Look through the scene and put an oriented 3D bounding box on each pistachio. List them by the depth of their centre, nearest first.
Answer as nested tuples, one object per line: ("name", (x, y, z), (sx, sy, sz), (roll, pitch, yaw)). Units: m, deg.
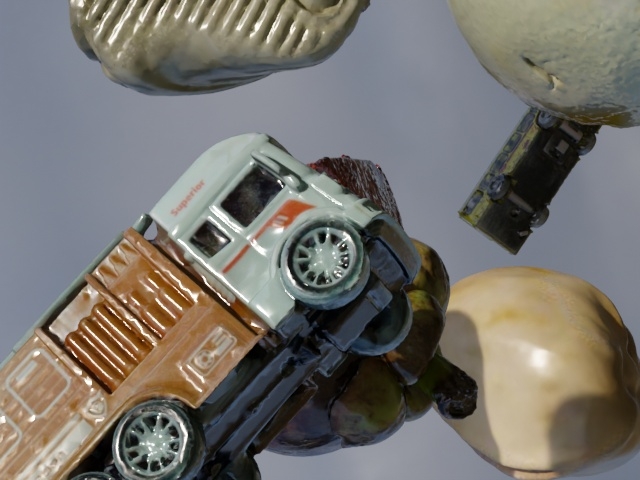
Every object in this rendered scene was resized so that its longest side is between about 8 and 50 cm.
("pistachio", (0.237, 0.151, 2.047), (0.230, 0.309, 0.230), (-12, -70, -37))

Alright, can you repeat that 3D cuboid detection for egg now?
("egg", (0.210, -0.238, 1.671), (0.337, 0.201, 0.337), (54, -175, -7))

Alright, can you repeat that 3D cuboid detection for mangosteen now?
("mangosteen", (0.019, 0.077, 1.390), (0.217, 0.192, 0.192), (21, -153, 11))

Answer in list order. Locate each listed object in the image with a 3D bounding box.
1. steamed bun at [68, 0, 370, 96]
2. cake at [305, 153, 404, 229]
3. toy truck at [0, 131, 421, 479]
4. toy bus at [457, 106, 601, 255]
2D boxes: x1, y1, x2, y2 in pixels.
("steamed bun", (-0.112, -0.302, 1.920), (0.219, 0.324, 0.309), (69, -167, -84))
("cake", (0.000, 0.000, 2.200), (0.159, 0.158, 0.262), (69, -165, 6))
("toy truck", (-0.089, 0.074, 1.162), (0.162, 0.305, 0.136), (41, 176, 24))
("toy bus", (0.254, -0.098, 2.192), (0.081, 0.226, 0.074), (33, 178, -26))
